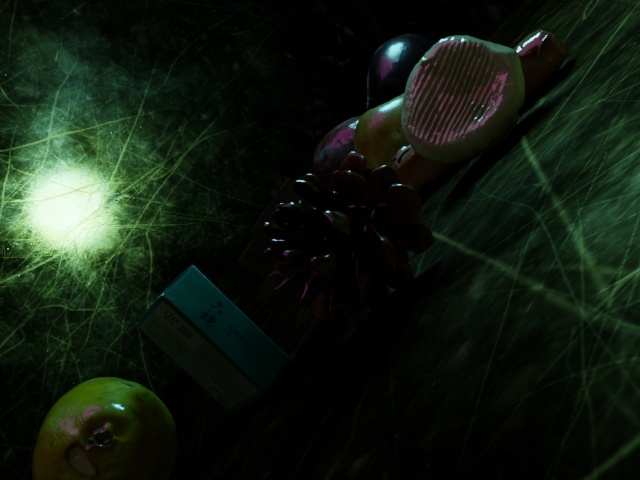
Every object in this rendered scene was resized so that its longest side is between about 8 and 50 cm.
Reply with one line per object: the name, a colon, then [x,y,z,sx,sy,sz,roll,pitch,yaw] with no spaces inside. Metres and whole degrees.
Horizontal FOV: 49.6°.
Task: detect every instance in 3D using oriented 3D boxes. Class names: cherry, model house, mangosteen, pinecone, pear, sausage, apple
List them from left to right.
pear: [-0.390,0.382,1.261,0.269,0.269,0.321,-50,-6,-35]
model house: [0.000,0.000,1.160,0.243,0.211,0.204,-52,6,42]
pinecone: [0.028,0.008,0.943,0.201,0.228,0.202,-15,30,-29]
cherry: [0.105,-0.199,1.751,0.300,0.230,0.203,-50,2,38]
apple: [0.190,-0.215,1.544,0.237,0.207,0.237,-27,9,5]
mangosteen: [0.261,-0.388,1.827,0.300,0.300,0.300,-46,5,5]
sausage: [0.284,-0.229,1.317,0.419,0.094,0.094,-42,17,31]

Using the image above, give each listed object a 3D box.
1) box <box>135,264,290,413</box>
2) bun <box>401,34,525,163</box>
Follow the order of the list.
box: [-0.193,0.180,1.233,0.153,0.245,0.092,-40,8,48]
bun: [0.253,-0.234,1.194,0.231,0.231,0.133,-45,-32,17]
